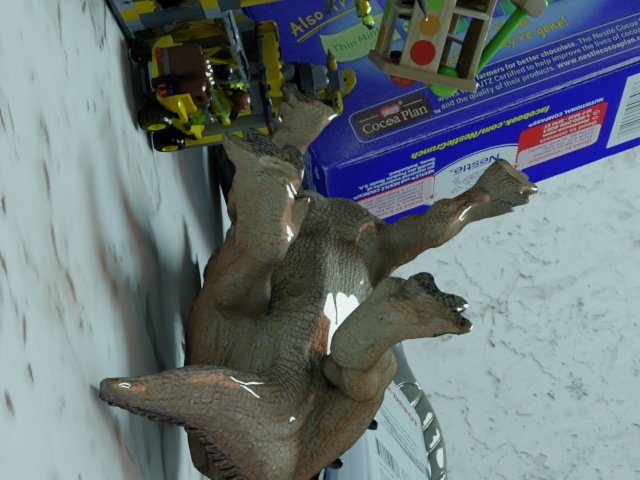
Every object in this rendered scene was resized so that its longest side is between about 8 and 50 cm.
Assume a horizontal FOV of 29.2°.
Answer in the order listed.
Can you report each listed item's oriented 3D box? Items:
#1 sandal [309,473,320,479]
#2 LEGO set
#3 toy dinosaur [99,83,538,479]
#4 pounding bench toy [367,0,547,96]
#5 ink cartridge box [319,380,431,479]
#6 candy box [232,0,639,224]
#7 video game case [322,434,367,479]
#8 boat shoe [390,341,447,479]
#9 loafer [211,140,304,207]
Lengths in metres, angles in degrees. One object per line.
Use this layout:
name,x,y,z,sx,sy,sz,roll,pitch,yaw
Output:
sandal,-0.025,0.131,0.777,0.072,0.049,0.180,-95,176,-63
LEGO set,-0.008,-0.212,0.630,0.255,0.192,0.331,78,5,-69
toy dinosaur,-0.017,0.050,0.549,0.200,0.127,0.295,-59,179,27
pounding bench toy,0.075,-0.110,0.667,0.052,0.083,0.065,-114,-144,-71
ink cartridge box,0.041,0.217,1.181,0.153,0.087,0.208,53,18,-33
candy box,0.070,-0.184,0.835,0.122,0.268,0.317,86,-17,-62
video game case,0.001,0.224,0.721,0.212,0.023,0.193,-77,177,-84
boat shoe,0.057,0.215,1.488,0.130,0.132,0.355,123,-39,-58
loafer,-0.013,0.010,0.823,0.076,0.078,0.223,77,-4,-59
